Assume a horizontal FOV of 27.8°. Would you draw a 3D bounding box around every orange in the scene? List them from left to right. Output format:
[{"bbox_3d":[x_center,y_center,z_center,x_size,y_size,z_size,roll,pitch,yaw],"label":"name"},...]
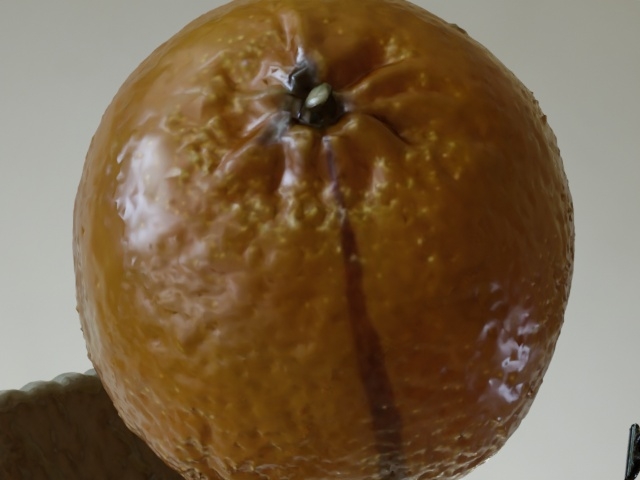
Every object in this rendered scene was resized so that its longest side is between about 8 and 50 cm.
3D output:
[{"bbox_3d":[0.000,0.000,0.466,0.193,0.161,0.193,-3,-110,9],"label":"orange"}]

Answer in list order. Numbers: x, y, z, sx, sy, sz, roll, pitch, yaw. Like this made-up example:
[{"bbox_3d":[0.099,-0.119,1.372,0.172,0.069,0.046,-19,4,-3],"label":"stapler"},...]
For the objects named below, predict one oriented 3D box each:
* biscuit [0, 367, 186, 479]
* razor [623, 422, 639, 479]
[{"bbox_3d":[-0.092,0.227,0.731,0.217,0.044,0.325,-10,-106,-39],"label":"biscuit"},{"bbox_3d":[0.236,0.094,0.732,0.028,0.154,0.044,38,-142,-13],"label":"razor"}]
